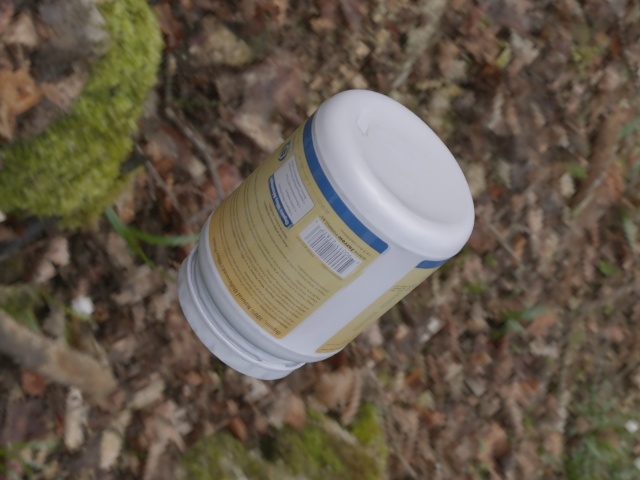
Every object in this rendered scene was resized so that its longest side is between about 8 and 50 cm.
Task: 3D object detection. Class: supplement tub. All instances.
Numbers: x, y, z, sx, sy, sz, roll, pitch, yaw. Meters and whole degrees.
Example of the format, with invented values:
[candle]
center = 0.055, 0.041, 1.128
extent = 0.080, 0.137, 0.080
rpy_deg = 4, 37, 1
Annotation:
[supplement tub]
center = 0.000, 0.000, 1.068
extent = 0.144, 0.144, 0.199
rpy_deg = 21, 131, -38
